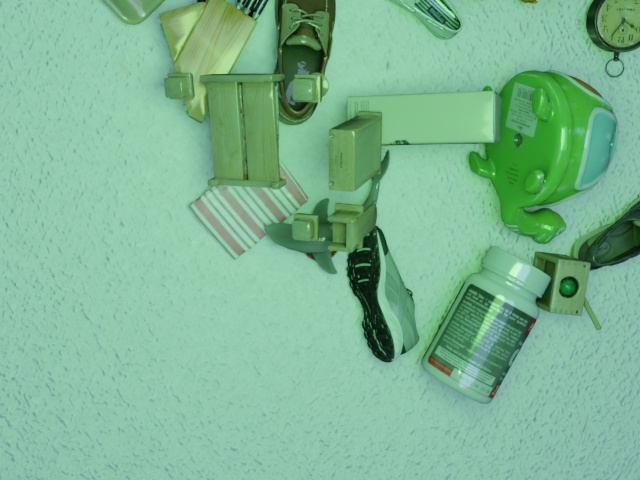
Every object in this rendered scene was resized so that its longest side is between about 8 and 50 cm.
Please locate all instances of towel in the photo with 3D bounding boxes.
[{"bbox_3d":[-0.139,-0.075,1.480,0.197,0.029,0.144,-39,104,-2],"label":"towel"}]

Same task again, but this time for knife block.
[{"bbox_3d":[-0.165,-0.378,1.403,0.241,0.088,0.276,-16,100,-6],"label":"knife block"}]

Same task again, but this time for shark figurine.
[{"bbox_3d":[0.052,-0.039,1.461,0.278,0.116,0.166,-38,102,-8],"label":"shark figurine"}]

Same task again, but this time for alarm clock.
[{"bbox_3d":[0.605,-0.428,1.536,0.129,0.064,0.192,2,101,-5],"label":"alarm clock"}]

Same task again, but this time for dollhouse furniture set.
[{"bbox_3d":[-0.080,-0.155,1.377,0.355,0.174,0.304,6,109,20],"label":"dollhouse furniture set"}]

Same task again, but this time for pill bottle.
[{"bbox_3d":[0.336,0.167,1.520,0.161,0.161,0.283,28,92,-12],"label":"pill bottle"}]

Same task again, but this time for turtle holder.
[{"bbox_3d":[0.448,-0.162,1.457,0.227,0.243,0.321,-3,83,-24],"label":"turtle holder"}]

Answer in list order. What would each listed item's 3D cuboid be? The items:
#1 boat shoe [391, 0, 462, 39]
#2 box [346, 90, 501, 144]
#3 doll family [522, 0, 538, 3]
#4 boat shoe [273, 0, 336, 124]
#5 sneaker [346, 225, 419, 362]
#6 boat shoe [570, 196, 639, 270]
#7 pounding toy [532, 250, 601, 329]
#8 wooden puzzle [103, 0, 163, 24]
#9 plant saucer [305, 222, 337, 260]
[{"bbox_3d":[0.189,-0.479,1.455,0.226,0.076,0.083,34,91,-12],"label":"boat shoe"},{"bbox_3d":[0.193,-0.225,1.414,0.274,0.113,0.094,2,97,21],"label":"box"},{"bbox_3d":[0.385,-0.535,1.453,0.262,0.118,0.163,-1,129,-5],"label":"doll family"},{"bbox_3d":[-0.026,-0.379,1.411,0.123,0.116,0.325,2,97,-10],"label":"boat shoe"},{"bbox_3d":[0.130,0.101,1.522,0.108,0.100,0.272,-16,95,-37],"label":"sneaker"},{"bbox_3d":[0.665,-0.020,1.585,0.285,0.092,0.103,-28,101,-5],"label":"boat shoe"},{"bbox_3d":[0.504,0.101,1.549,0.100,0.141,0.130,6,96,-11],"label":"pounding toy"},{"bbox_3d":[-0.326,-0.612,1.324,0.347,0.080,0.322,-41,101,9],"label":"wooden puzzle"},{"bbox_3d":[0.000,0.000,1.518,0.083,0.013,0.084,-1,97,-8],"label":"plant saucer"}]
